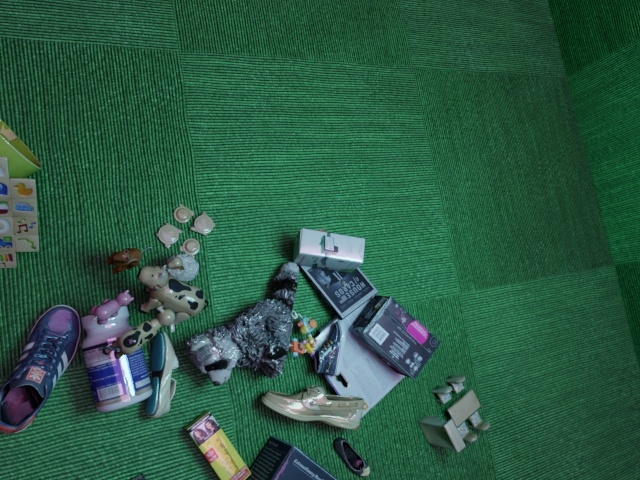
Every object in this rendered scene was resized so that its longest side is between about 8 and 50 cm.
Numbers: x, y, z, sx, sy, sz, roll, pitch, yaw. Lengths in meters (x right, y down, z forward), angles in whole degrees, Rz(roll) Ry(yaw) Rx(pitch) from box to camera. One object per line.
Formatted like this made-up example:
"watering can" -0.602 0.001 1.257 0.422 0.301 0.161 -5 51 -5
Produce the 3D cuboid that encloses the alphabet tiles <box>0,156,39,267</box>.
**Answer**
"alphabet tiles" -0.887 -0.065 1.287 0.285 0.342 0.011 0 35 -25

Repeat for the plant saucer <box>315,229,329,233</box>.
"plant saucer" 0.000 0.000 1.816 0.084 0.013 0.083 4 63 -7

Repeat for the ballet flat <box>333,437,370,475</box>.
"ballet flat" 0.107 0.737 1.701 0.173 0.049 0.057 48 65 -9

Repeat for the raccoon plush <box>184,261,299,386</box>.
"raccoon plush" -0.250 0.253 1.608 0.299 0.216 0.446 14 43 -8

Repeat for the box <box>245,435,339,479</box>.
"box" -0.118 0.842 1.481 0.293 0.212 0.395 42 66 -11

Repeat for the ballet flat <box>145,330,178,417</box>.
"ballet flat" -0.465 0.396 1.496 0.086 0.086 0.248 10 76 -23

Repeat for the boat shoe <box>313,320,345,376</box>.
"boat shoe" 0.030 0.354 1.669 0.083 0.065 0.183 12 75 -22

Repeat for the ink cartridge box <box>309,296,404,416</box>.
"ink cartridge box" 0.144 0.402 1.781 0.330 0.071 0.324 -35 95 -24

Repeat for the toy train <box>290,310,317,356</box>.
"toy train" -0.053 0.306 1.636 0.125 0.046 0.166 37 38 -38

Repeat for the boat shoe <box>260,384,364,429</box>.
"boat shoe" -0.023 0.521 1.629 0.341 0.122 0.110 17 85 -16

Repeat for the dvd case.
"dvd case" 0.065 0.140 1.782 0.179 0.029 0.238 -33 75 -28

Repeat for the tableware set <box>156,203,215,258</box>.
"tableware set" -0.434 -0.034 1.627 0.141 0.020 0.168 34 68 -13

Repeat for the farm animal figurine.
"farm animal figurine" -0.451 0.157 1.397 0.327 0.172 0.330 18 51 -48

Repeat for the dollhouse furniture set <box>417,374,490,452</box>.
"dollhouse furniture set" 0.509 0.648 1.848 0.242 0.161 0.212 -28 92 -27

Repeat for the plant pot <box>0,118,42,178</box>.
"plant pot" -0.949 -0.202 1.304 0.293 0.275 0.275 -42 98 -11

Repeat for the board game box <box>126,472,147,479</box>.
"board game box" -0.570 0.798 1.315 0.291 0.141 0.232 -15 86 -27

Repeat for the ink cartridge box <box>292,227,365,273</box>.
"ink cartridge box" 0.023 0.038 1.710 0.219 0.160 0.092 9 72 -9

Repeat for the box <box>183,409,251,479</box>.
"box" -0.311 0.635 1.519 0.087 0.058 0.232 -33 95 -28

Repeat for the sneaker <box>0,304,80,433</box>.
"sneaker" -0.741 0.337 1.329 0.131 0.148 0.350 23 70 -20

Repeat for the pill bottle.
"pill bottle" -0.575 0.327 1.407 0.153 0.153 0.264 -13 85 -27

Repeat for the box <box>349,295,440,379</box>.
"box" 0.249 0.329 1.722 0.247 0.142 0.163 43 75 -9
